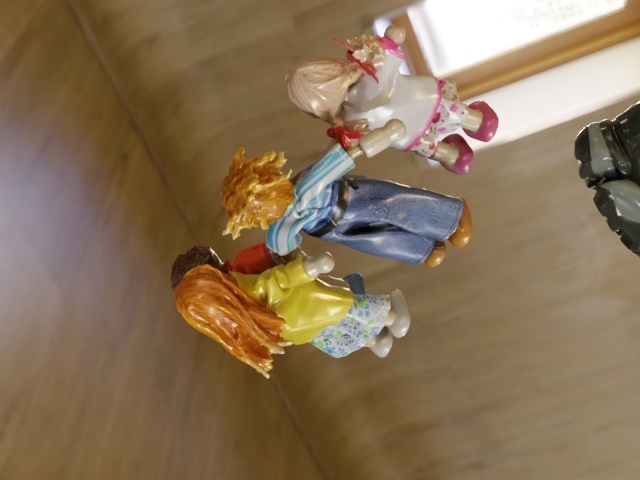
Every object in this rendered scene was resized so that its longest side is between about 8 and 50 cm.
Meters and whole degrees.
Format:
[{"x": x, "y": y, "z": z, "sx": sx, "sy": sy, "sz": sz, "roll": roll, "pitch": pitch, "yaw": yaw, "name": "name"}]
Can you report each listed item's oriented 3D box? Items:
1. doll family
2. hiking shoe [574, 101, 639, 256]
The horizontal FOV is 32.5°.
[{"x": 0.000, "y": 0.000, "z": 0.680, "sx": 0.163, "sy": 0.263, "sz": 0.118, "roll": 12, "pitch": 39, "yaw": -30, "name": "doll family"}, {"x": 0.294, "y": 0.022, "z": 0.723, "sx": 0.304, "sy": 0.132, "sz": 0.113, "roll": 58, "pitch": 18, "yaw": 11, "name": "hiking shoe"}]
